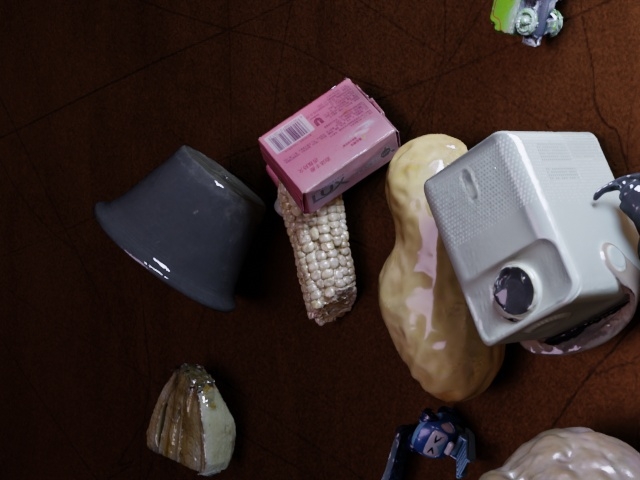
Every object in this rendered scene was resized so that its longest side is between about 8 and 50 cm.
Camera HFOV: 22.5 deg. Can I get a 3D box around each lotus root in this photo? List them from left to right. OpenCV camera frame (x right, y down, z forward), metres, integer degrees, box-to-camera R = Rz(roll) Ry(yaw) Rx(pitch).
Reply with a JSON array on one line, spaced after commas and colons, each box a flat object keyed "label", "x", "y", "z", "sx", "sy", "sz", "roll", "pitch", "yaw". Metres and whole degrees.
[{"label": "lotus root", "x": -0.170, "y": 0.245, "z": 2.241, "sx": 0.143, "sy": 0.070, "sz": 0.144, "roll": 27, "pitch": 114, "yaw": 44}]

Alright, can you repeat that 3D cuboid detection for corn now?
[{"label": "corn", "x": 0.000, "y": 0.000, "z": 2.064, "sx": 0.087, "sy": 0.087, "sz": 0.210, "roll": -19, "pitch": 82, "yaw": 41}]

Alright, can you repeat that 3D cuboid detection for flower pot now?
[{"label": "flower pot", "x": -0.169, "y": -0.030, "z": 2.152, "sx": 0.235, "sy": 0.235, "sz": 0.148, "roll": 42, "pitch": 98, "yaw": 33}]

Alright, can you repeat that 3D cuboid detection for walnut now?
[{"label": "walnut", "x": 0.271, "y": 0.326, "z": 1.743, "sx": 0.248, "sy": 0.248, "sz": 0.248, "roll": 3, "pitch": 94, "yaw": 42}]

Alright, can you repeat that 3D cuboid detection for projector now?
[{"label": "projector", "x": 0.247, "y": 0.006, "z": 1.778, "sx": 0.163, "sy": 0.177, "sz": 0.242, "roll": -32, "pitch": 72, "yaw": 40}]

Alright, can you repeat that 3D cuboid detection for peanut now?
[{"label": "peanut", "x": 0.135, "y": 0.034, "z": 1.907, "sx": 0.147, "sy": 0.147, "sz": 0.318, "roll": -8, "pitch": 90, "yaw": 42}]

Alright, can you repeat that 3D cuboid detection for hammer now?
[{"label": "hammer", "x": -0.052, "y": -0.072, "z": 2.145, "sx": 0.052, "sy": 0.031, "sz": 0.083, "roll": -53, "pitch": 53, "yaw": 28}]

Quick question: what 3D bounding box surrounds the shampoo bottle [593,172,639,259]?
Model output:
[{"label": "shampoo bottle", "x": 0.407, "y": 0.028, "z": 1.683, "sx": 0.284, "sy": 0.101, "sz": 0.101, "roll": 49, "pitch": 122, "yaw": 29}]

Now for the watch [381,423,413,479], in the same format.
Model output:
[{"label": "watch", "x": 0.107, "y": 0.417, "z": 1.999, "sx": 0.276, "sy": 0.068, "sz": 0.274, "roll": 52, "pitch": 124, "yaw": 29}]

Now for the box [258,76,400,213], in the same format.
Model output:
[{"label": "box", "x": 0.012, "y": -0.118, "z": 2.010, "sx": 0.156, "sy": 0.060, "sz": 0.111, "roll": -34, "pitch": 59, "yaw": -9}]

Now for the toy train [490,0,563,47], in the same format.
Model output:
[{"label": "toy train", "x": 0.250, "y": -0.324, "z": 1.835, "sx": 0.081, "sy": 0.060, "sz": 0.202, "roll": 25, "pitch": 107, "yaw": 45}]

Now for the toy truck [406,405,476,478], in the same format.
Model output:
[{"label": "toy truck", "x": 0.156, "y": 0.246, "z": 1.941, "sx": 0.090, "sy": 0.073, "sz": 0.056, "roll": 40, "pitch": 118, "yaw": 35}]
